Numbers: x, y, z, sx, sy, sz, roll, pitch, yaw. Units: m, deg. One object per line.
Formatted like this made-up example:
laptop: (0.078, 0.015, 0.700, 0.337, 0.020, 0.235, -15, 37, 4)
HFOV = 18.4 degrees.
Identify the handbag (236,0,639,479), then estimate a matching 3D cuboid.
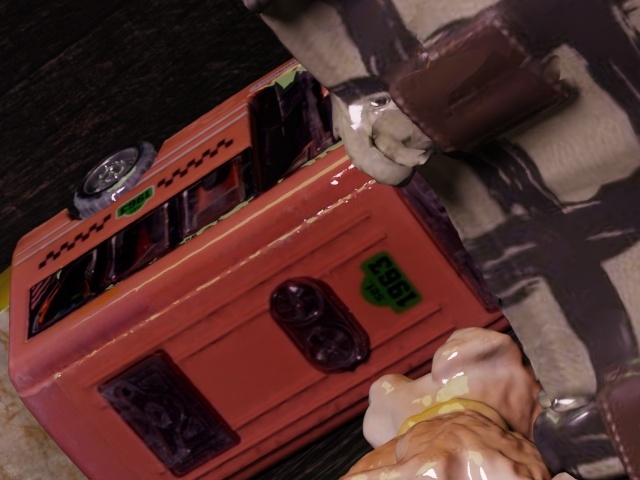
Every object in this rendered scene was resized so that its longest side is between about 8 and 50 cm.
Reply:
handbag: (0.183, -0.057, 0.661, 0.327, 0.325, 0.162, -30, 6, 12)

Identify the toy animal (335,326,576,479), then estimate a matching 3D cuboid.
toy animal: (0.087, 0.098, 0.913, 0.184, 0.104, 0.185, -30, 5, 32)

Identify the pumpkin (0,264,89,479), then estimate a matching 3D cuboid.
pumpkin: (-0.246, 0.128, 1.608, 0.332, 0.199, 0.332, -32, 6, 4)

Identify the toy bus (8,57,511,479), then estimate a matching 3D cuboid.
toy bus: (0.000, 0.000, 1.341, 0.427, 0.203, 0.233, -31, 26, 15)
